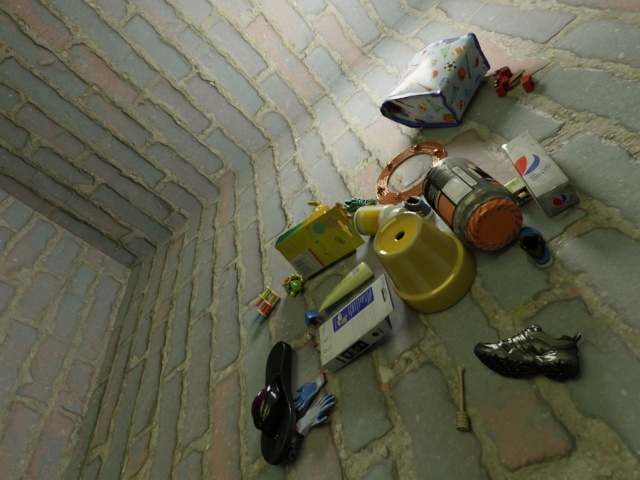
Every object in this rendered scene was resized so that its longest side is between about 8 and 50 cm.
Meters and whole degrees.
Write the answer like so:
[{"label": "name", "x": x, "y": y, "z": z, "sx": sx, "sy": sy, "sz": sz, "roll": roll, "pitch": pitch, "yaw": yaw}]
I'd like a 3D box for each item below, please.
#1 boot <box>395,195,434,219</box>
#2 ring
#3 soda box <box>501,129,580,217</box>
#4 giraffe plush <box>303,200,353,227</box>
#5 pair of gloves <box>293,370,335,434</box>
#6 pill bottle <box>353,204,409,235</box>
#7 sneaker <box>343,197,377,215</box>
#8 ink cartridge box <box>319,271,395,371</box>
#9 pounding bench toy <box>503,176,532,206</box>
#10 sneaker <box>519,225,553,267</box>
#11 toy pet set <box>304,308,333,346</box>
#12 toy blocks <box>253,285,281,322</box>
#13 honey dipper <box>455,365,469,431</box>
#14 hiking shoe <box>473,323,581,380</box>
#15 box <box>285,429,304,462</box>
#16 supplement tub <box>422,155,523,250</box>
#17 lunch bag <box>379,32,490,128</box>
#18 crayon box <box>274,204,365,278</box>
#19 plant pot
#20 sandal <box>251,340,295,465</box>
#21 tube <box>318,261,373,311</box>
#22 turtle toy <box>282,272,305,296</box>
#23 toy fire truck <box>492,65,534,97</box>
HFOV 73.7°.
[{"label": "boot", "x": 0.328, "y": -0.132, "z": 1.574, "sx": 0.069, "sy": 0.086, "sz": 0.190, "roll": -55, "pitch": 32, "yaw": -12}, {"label": "ring", "x": 0.361, "y": -0.286, "z": 1.761, "sx": 0.336, "sy": 0.032, "sz": 0.337, "roll": -32, "pitch": 35, "yaw": 26}, {"label": "soda box", "x": 0.638, "y": -0.202, "z": 1.253, "sx": 0.091, "sy": 0.098, "sz": 0.286, "roll": -33, "pitch": 35, "yaw": 25}, {"label": "giraffe plush", "x": 0.044, "y": -0.081, "z": 1.809, "sx": 0.170, "sy": 0.181, "sz": 0.210, "roll": -2, "pitch": 70, "yaw": 36}, {"label": "pair of gloves", "x": -0.028, "y": 0.511, "z": 1.345, "sx": 0.159, "sy": 0.023, "sz": 0.198, "roll": -44, "pitch": 24, "yaw": 4}, {"label": "pill bottle", "x": 0.233, "y": -0.075, "z": 1.600, "sx": 0.208, "sy": 0.117, "sz": 0.118, "roll": 1, "pitch": 56, "yaw": 52}, {"label": "sneaker", "x": 0.164, "y": -0.153, "z": 1.814, "sx": 0.166, "sy": 0.076, "sz": 0.065, "roll": -15, "pitch": 45, "yaw": 43}, {"label": "ink cartridge box", "x": 0.125, "y": 0.263, "z": 1.360, "sx": 0.332, "sy": 0.065, "sz": 0.165, "roll": -45, "pitch": 28, "yaw": 28}, {"label": "pounding bench toy", "x": 0.592, "y": -0.134, "z": 1.264, "sx": 0.052, "sy": 0.065, "sz": 0.083, "roll": -34, "pitch": 33, "yaw": 21}, {"label": "sneaker", "x": 0.561, "y": -0.004, "z": 1.137, "sx": 0.058, "sy": 0.084, "sz": 0.152, "roll": -31, "pitch": 35, "yaw": 27}, {"label": "toy pet set", "x": -0.012, "y": 0.297, "z": 1.542, "sx": 0.122, "sy": 0.065, "sz": 0.114, "roll": -44, "pitch": 31, "yaw": 7}, {"label": "toy blocks", "x": -0.250, "y": 0.281, "z": 1.870, "sx": 0.148, "sy": 0.054, "sz": 0.123, "roll": -53, "pitch": 32, "yaw": -7}, {"label": "honey dipper", "x": 0.345, "y": 0.379, "z": 1.040, "sx": 0.030, "sy": 0.030, "sz": 0.161, "roll": -23, "pitch": 35, "yaw": 35}, {"label": "hiking shoe", "x": 0.474, "y": 0.251, "z": 0.985, "sx": 0.226, "sy": 0.086, "sz": 0.114, "roll": -4, "pitch": 38, "yaw": 42}, {"label": "box", "x": -0.092, "y": 0.627, "z": 1.316, "sx": 0.067, "sy": 0.018, "sz": 0.083, "roll": 3, "pitch": 57, "yaw": 53}, {"label": "supplement tub", "x": 0.453, "y": -0.115, "z": 1.294, "sx": 0.193, "sy": 0.193, "sz": 0.316, "roll": -40, "pitch": 32, "yaw": 13}, {"label": "lunch bag", "x": 0.476, "y": -0.672, "z": 1.855, "sx": 0.385, "sy": 0.239, "sz": 0.328, "roll": 16, "pitch": 70, "yaw": 49}, {"label": "crayon box", "x": 0.000, "y": 0.000, "z": 1.719, "sx": 0.318, "sy": 0.202, "sz": 0.081, "roll": -31, "pitch": 21, "yaw": 25}, {"label": "plant pot", "x": 0.291, "y": 0.049, "z": 1.270, "sx": 0.254, "sy": 0.239, "sz": 0.254, "roll": -31, "pitch": 35, "yaw": 25}, {"label": "sandal", "x": -0.170, "y": 0.522, "z": 1.418, "sx": 0.168, "sy": 0.107, "sz": 0.446, "roll": -52, "pitch": 24, "yaw": 24}, {"label": "tube", "x": 0.087, "y": 0.175, "z": 1.566, "sx": 0.240, "sy": 0.070, "sz": 0.062, "roll": -41, "pitch": 53, "yaw": 15}, {"label": "turtle toy", "x": -0.114, "y": 0.182, "z": 1.796, "sx": 0.095, "sy": 0.066, "sz": 0.130, "roll": -55, "pitch": 31, "yaw": -11}, {"label": "toy fire truck", "x": 0.739, "y": -0.619, "z": 1.642, "sx": 0.135, "sy": 0.047, "sz": 0.192, "roll": -20, "pitch": 40, "yaw": 38}]
